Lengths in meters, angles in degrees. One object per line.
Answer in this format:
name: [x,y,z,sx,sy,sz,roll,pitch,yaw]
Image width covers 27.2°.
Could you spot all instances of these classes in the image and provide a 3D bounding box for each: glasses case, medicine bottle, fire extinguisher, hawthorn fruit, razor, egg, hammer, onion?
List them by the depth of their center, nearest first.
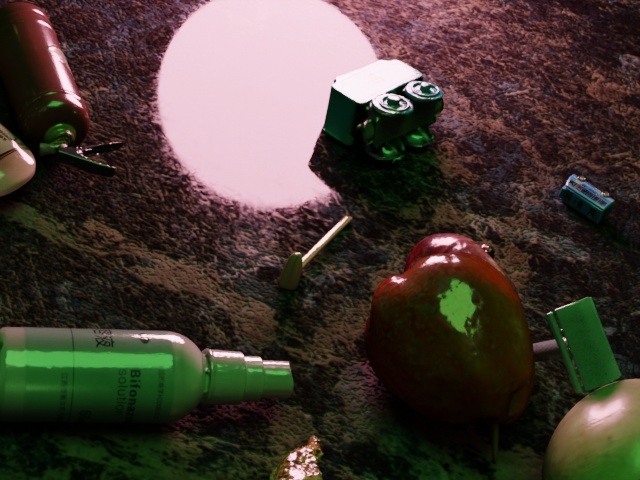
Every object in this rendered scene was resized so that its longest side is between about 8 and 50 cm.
medicine bottle: [-0.205,0.161,1.565,0.352,0.110,0.110,3,43,-17]
egg: [0.377,0.273,1.577,0.218,0.218,0.295,24,30,6]
hawthorn fruit: [0.177,0.148,1.667,0.210,0.210,0.262,-20,70,-36]
razor: [0.293,0.144,1.702,0.068,0.232,0.106,-19,85,-18]
glasses case: [-0.529,-0.153,1.819,0.314,0.075,0.122,33,46,17]
onion: [0.199,0.061,1.834,0.151,0.098,0.206,-26,57,-41]
hammer: [0.000,0.000,1.867,0.028,0.060,0.195,29,38,12]
fire extinguisher: [-0.382,-0.207,1.914,0.138,0.102,0.344,-5,46,-28]

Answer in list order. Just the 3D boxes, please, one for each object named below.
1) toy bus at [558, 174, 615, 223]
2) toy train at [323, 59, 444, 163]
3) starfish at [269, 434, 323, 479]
toy bus: [0.421,-0.066,2.101,0.083,0.038,0.046,37,47,21]
toy train: [0.100,-0.208,2.095,0.154,0.107,0.198,35,43,30]
starfish: [-0.016,0.347,1.449,0.347,0.078,0.358,-14,44,-39]
